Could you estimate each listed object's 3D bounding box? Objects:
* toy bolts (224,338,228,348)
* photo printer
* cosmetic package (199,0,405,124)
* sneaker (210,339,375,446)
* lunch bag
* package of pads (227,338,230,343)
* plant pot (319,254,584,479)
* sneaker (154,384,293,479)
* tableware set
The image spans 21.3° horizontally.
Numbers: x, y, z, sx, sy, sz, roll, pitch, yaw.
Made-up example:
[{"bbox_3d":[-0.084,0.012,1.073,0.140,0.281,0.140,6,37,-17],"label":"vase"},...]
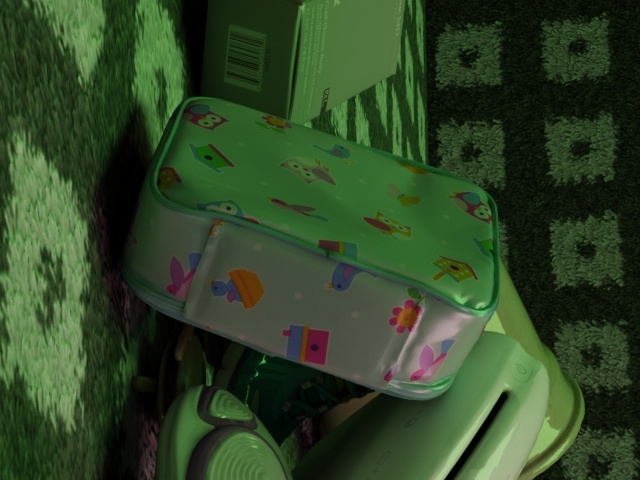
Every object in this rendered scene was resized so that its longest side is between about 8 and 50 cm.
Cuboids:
[{"bbox_3d":[-0.006,0.043,1.566,0.228,0.218,0.158,-53,149,-48],"label":"toy bolts"},{"bbox_3d":[0.044,0.209,1.338,0.256,0.107,0.307,-50,-176,-38],"label":"photo printer"},{"bbox_3d":[-0.011,-0.194,1.573,0.238,0.107,0.127,-34,135,-54],"label":"cosmetic package"},{"bbox_3d":[-0.001,0.093,1.364,0.275,0.110,0.107,-54,152,-25],"label":"sneaker"},{"bbox_3d":[0.000,0.000,1.276,0.224,0.279,0.107,-83,-166,-63],"label":"lunch bag"},{"bbox_3d":[-0.059,0.072,1.415,0.083,0.032,0.050,83,12,-46],"label":"package of pads"},{"bbox_3d":[0.113,0.103,2.001,0.334,0.334,0.305,-76,150,-63],"label":"plant pot"},{"bbox_3d":[-0.091,0.247,1.181,0.114,0.152,0.305,22,49,-38],"label":"sneaker"},{"bbox_3d":[-0.106,0.087,1.343,0.194,0.039,0.128,-77,166,-59],"label":"tableware set"}]
